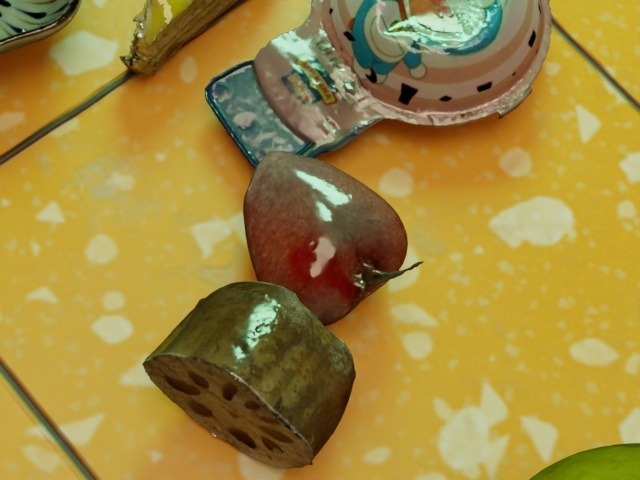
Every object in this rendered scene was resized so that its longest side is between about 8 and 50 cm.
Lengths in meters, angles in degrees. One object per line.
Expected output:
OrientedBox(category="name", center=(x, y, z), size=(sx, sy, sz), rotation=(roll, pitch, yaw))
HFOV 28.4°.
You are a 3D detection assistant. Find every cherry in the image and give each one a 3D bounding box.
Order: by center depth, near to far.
OrientedBox(category="cherry", center=(0.004, 0.000, 0.863), size=(0.106, 0.087, 0.126), rotation=(-14, 56, -13))

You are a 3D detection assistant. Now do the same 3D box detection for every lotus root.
OrientedBox(category="lotus root", center=(-0.044, 0.085, 0.808), size=(0.122, 0.112, 0.081), rotation=(45, 54, -23))

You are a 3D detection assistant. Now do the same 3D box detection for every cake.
OrientedBox(category="cake", center=(-0.103, -0.217, 0.944), size=(0.185, 0.079, 0.116), rotation=(-40, 81, -16))

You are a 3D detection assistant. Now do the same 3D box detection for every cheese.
OrientedBox(category="cheese", center=(0.053, -0.148, 0.938), size=(0.286, 0.074, 0.189), rotation=(-32, 74, -13))

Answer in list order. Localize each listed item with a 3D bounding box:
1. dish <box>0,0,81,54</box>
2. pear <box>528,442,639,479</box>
OrientedBox(category="dish", center=(-0.254, -0.194, 0.918), size=(0.191, 0.066, 0.190), rotation=(2, 66, -4))
OrientedBox(category="pear", center=(0.178, 0.268, 0.653), size=(0.287, 0.287, 0.375), rotation=(25, 37, 3))
